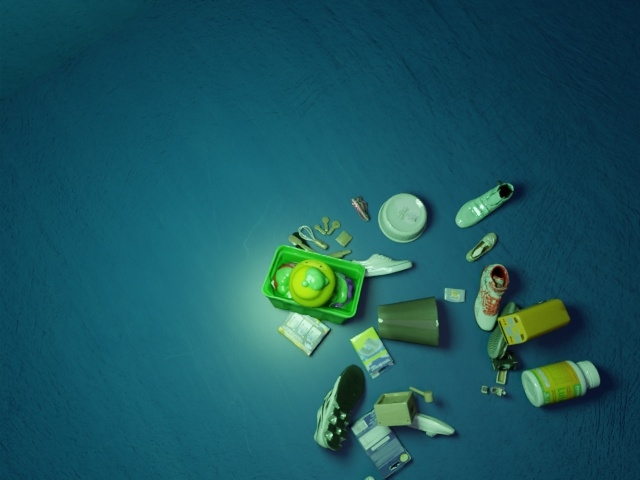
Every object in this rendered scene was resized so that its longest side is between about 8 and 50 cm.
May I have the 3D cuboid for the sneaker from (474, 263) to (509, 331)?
[{"bbox_3d":[0.678,0.224,1.809,0.090,0.145,0.270,10,79,5],"label":"sneaker"}]

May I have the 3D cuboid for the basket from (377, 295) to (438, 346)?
[{"bbox_3d":[0.342,0.320,1.807,0.227,0.154,0.204,-1,61,7],"label":"basket"}]

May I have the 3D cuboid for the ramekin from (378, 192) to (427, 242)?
[{"bbox_3d":[0.349,-0.101,1.912,0.207,0.109,0.207,-1,78,3],"label":"ramekin"}]

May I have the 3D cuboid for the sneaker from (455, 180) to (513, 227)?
[{"bbox_3d":[0.677,-0.154,1.885,0.256,0.151,0.094,-36,80,-3],"label":"sneaker"}]

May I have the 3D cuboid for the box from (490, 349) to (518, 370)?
[{"bbox_3d":[0.720,0.471,1.791,0.083,0.052,0.062,-3,43,2],"label":"box"}]

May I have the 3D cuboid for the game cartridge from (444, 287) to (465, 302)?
[{"bbox_3d":[0.553,0.228,1.881,0.083,0.017,0.056,5,82,4],"label":"game cartridge"}]

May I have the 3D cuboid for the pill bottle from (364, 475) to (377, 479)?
[{"bbox_3d":[0.260,1.012,1.658,0.283,0.160,0.160,31,81,8],"label":"pill bottle"}]

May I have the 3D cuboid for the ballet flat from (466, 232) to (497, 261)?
[{"bbox_3d":[0.678,0.029,1.896,0.168,0.052,0.057,-43,79,-6],"label":"ballet flat"}]

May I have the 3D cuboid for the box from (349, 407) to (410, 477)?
[{"bbox_3d":[0.230,0.783,1.770,0.136,0.036,0.225,-34,78,-4],"label":"box"}]

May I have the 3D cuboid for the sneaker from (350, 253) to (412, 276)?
[{"bbox_3d":[0.247,0.098,1.883,0.258,0.094,0.091,-9,82,2],"label":"sneaker"}]

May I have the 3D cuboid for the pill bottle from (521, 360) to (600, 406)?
[{"bbox_3d":[0.915,0.536,1.735,0.246,0.136,0.136,-14,78,0],"label":"pill bottle"}]

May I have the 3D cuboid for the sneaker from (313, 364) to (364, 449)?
[{"bbox_3d":[0.058,0.634,1.772,0.122,0.146,0.330,40,57,-17],"label":"sneaker"}]

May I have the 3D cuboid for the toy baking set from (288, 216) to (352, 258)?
[{"bbox_3d":[0.004,0.005,1.934,0.256,0.030,0.197,-21,69,-16],"label":"toy baking set"}]

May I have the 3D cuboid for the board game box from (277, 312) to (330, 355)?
[{"bbox_3d":[-0.067,0.365,1.867,0.170,0.048,0.141,38,84,10],"label":"board game box"}]

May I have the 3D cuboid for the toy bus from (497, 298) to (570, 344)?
[{"bbox_3d":[0.821,0.300,1.731,0.333,0.130,0.108,-10,74,-30],"label":"toy bus"}]

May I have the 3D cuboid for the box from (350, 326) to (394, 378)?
[{"bbox_3d":[0.209,0.452,1.838,0.109,0.042,0.178,-30,78,-3],"label":"box"}]

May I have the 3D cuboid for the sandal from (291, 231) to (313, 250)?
[{"bbox_3d":[-0.070,0.045,1.938,0.067,0.040,0.179,-18,65,-26],"label":"sandal"}]

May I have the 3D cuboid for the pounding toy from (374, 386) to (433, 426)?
[{"bbox_3d":[0.333,0.632,1.738,0.206,0.181,0.094,-13,87,22],"label":"pounding toy"}]

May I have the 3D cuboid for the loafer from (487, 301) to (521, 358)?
[{"bbox_3d":[0.739,0.361,1.787,0.087,0.094,0.251,34,67,1],"label":"loafer"}]

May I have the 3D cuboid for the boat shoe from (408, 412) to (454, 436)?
[{"bbox_3d":[0.420,0.721,1.761,0.184,0.066,0.063,16,90,5],"label":"boat shoe"}]

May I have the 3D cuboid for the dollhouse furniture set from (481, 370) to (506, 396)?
[{"bbox_3d":[0.688,0.545,1.773,0.091,0.081,0.114,13,79,5],"label":"dollhouse furniture set"}]

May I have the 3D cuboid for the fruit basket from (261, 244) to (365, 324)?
[{"bbox_3d":[-0.027,0.152,1.725,0.392,0.392,0.283,14,54,6],"label":"fruit basket"}]

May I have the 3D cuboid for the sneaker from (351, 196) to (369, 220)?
[{"bbox_3d":[0.183,-0.140,1.965,0.057,0.047,0.119,-30,79,-15],"label":"sneaker"}]
